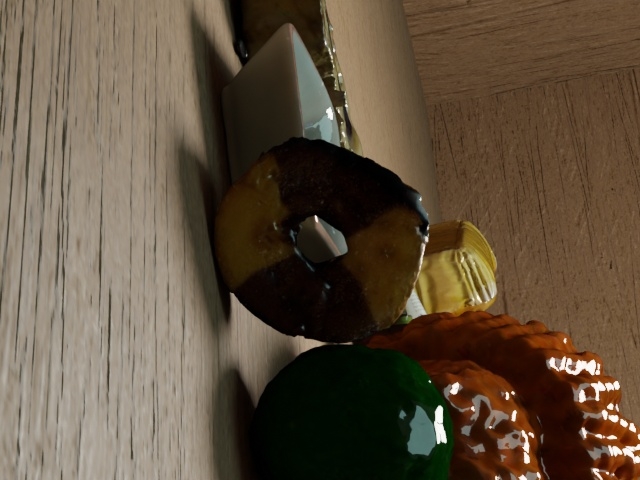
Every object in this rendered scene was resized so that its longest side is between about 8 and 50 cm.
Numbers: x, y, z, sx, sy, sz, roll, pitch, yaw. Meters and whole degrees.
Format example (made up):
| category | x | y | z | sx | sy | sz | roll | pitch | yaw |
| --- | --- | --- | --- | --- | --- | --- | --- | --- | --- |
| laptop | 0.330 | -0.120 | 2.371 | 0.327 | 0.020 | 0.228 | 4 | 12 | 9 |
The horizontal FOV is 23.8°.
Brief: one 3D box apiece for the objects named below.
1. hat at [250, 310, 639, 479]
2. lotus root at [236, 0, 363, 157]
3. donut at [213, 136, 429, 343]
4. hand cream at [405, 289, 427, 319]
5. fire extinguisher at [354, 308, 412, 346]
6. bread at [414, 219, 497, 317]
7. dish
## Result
| category | x | y | z | sx | sy | sz | roll | pitch | yaw |
| --- | --- | --- | --- | --- | --- | --- | --- | --- | --- |
| hat | 0.107 | 0.179 | 1.110 | 0.400 | 0.285 | 0.285 | 31 | 50 | -76 |
| lotus root | -0.015 | -0.149 | 1.318 | 0.260 | 0.074 | 0.170 | 68 | 12 | -62 |
| donut | 0.000 | 0.000 | 0.999 | 0.059 | 0.140 | 0.140 | 178 | -98 | -84 |
| hand cream | 0.098 | 0.062 | 1.958 | 0.194 | 0.042 | 0.067 | 65 | 10 | 15 |
| fire extinguisher | 0.079 | 0.194 | 1.437 | 0.141 | 0.105 | 0.341 | 49 | 35 | -78 |
| bread | 0.186 | 0.047 | 2.277 | 0.288 | 0.152 | 0.119 | -63 | 137 | -79 |
| dish | -0.022 | -0.054 | 1.157 | 0.234 | 0.064 | 0.154 | 52 | 29 | -73 |
